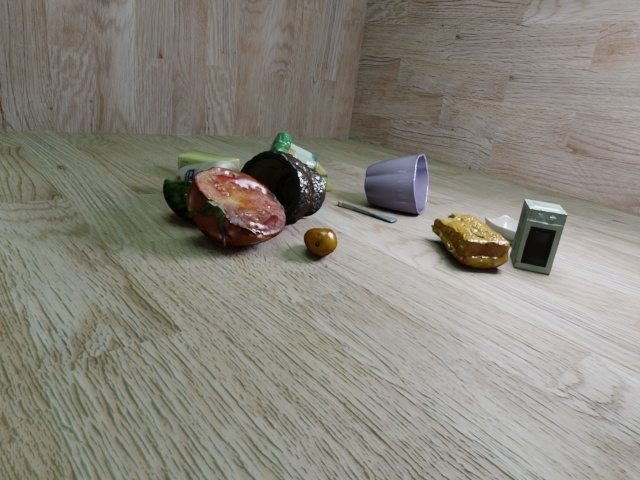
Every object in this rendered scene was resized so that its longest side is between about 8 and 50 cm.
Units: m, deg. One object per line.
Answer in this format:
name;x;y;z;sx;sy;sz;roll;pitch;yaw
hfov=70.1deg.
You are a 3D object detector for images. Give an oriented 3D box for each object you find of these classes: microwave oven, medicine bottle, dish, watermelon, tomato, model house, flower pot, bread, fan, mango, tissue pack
microwave oven;0.722;-0.016;1.514;0.122;0.208;0.162;12;20;15
medicine bottle;-0.413;-0.223;1.682;0.130;0.131;0.340;-10;10;-39
dish;0.753;-0.030;1.766;0.151;0.077;0.212;-4;22;-34
watermelon;-0.424;-0.129;1.522;0.232;0.128;0.204;8;-10;38
tomato;-0.272;-0.078;1.404;0.308;0.170;0.309;32;32;-23
model house;-0.082;-0.250;1.891;0.324;0.267;0.194;21;37;-20
flower pot;-0.120;-0.176;1.628;0.266;0.267;0.267;17;10;25
bread;0.495;-0.010;1.577;0.185;0.109;0.380;1;19;-3
flower pot;0.334;-0.252;2.011;0.242;0.265;0.265;5;17;27
fan;0.191;-0.120;1.903;0.281;0.023;0.057;22;26;32
mango;-0.001;0.004;1.396;0.105;0.084;0.159;8;-2;1
tissue pack;-0.507;-0.327;2.074;0.234;0.125;0.159;12;20;16

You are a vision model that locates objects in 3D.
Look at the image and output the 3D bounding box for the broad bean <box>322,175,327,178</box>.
broad bean;-0.050;-0.322;2.347;0.065;0.047;0.254;28;28;30
